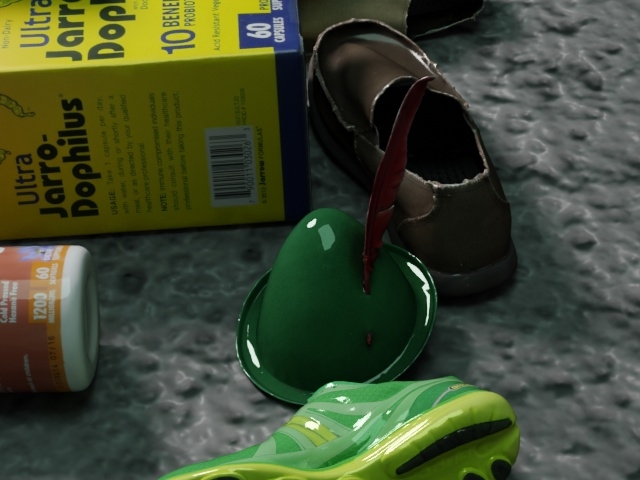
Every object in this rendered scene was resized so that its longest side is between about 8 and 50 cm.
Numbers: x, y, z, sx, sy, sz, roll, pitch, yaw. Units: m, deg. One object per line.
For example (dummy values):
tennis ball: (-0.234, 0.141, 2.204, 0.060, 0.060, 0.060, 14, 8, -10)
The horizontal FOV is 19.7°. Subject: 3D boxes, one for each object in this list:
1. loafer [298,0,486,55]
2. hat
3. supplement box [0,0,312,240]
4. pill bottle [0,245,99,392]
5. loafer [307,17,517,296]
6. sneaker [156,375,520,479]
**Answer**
loafer: (0.058, -0.241, 1.867, 0.251, 0.094, 0.087, -18, 39, -18)
hat: (0.000, 0.000, 1.497, 0.173, 0.183, 0.208, 5, 50, 19)
supplement box: (-0.192, -0.138, 1.683, 0.357, 0.195, 0.194, -4, 41, -2)
pill bottle: (-0.295, 0.065, 1.508, 0.216, 0.121, 0.121, -1, 41, 1)
loafer: (0.089, -0.108, 1.684, 0.134, 0.130, 0.366, -15, 43, -15)
sneaker: (0.003, 0.178, 1.398, 0.296, 0.109, 0.123, -15, 19, -12)
